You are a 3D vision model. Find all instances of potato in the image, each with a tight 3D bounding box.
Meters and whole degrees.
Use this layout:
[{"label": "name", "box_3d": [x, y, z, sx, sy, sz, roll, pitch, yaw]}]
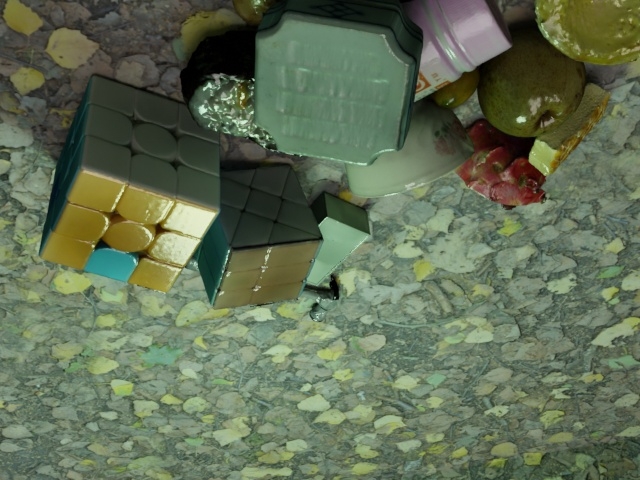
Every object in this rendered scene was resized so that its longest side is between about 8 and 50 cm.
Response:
[{"label": "potato", "box_3d": [-0.118, -0.444, 1.754, 0.096, 0.066, 0.103, -8, 140, 8]}]

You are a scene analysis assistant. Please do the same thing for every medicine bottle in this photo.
[{"label": "medicine bottle", "box_3d": [0.182, -0.378, 1.755, 0.315, 0.202, 0.202, -26, 134, 22]}]

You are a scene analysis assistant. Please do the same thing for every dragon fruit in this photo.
[{"label": "dragon fruit", "box_3d": [0.420, -0.162, 2.049, 0.274, 0.161, 0.126, 15, 136, -19]}]

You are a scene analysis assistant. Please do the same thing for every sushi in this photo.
[{"label": "sushi", "box_3d": [-0.103, -0.299, 1.838, 0.350, 0.171, 0.211, 8, 138, -14]}]

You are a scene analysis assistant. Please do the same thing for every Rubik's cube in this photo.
[{"label": "Rubik's cube", "box_3d": [-0.389, -0.111, 1.923, 0.291, 0.290, 0.292, 17, 135, -23]}, {"label": "Rubik's cube", "box_3d": [-0.151, -0.006, 2.077, 0.221, 0.231, 0.225, -7, 144, -24]}]

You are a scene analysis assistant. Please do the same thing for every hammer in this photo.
[{"label": "hammer", "box_3d": [-0.149, 0.114, 2.381, 0.426, 0.044, 0.152, 14, 133, -20]}]

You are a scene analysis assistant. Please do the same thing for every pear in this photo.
[{"label": "pear", "box_3d": [0.418, -0.306, 1.852, 0.188, 0.211, 0.228, 14, 135, -23]}]

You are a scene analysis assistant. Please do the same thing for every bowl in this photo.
[{"label": "bowl", "box_3d": [0.167, -0.211, 1.918, 0.277, 0.277, 0.145, -19, 109, 15]}]

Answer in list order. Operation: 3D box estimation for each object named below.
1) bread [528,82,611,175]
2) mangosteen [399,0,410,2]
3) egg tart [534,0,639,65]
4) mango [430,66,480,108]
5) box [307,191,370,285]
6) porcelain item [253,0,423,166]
[{"label": "bread", "box_3d": [0.529, -0.237, 1.963, 0.188, 0.068, 0.125, -46, 166, -11]}, {"label": "mangosteen", "box_3d": [0.143, -0.520, 1.583, 0.242, 0.243, 0.243, -3, 138, -3]}, {"label": "egg tart", "box_3d": [0.537, -0.477, 1.720, 0.314, 0.120, 0.315, -1, 121, -2]}, {"label": "mango", "box_3d": [0.269, -0.320, 1.860, 0.111, 0.163, 0.089, -42, 114, 12]}, {"label": "box", "box_3d": [0.000, 0.000, 2.239, 0.129, 0.086, 0.225, 22, 131, -28]}, {"label": "porcelain item", "box_3d": [0.028, -0.288, 1.616, 0.285, 0.157, 0.281, 9, 130, 7]}]
